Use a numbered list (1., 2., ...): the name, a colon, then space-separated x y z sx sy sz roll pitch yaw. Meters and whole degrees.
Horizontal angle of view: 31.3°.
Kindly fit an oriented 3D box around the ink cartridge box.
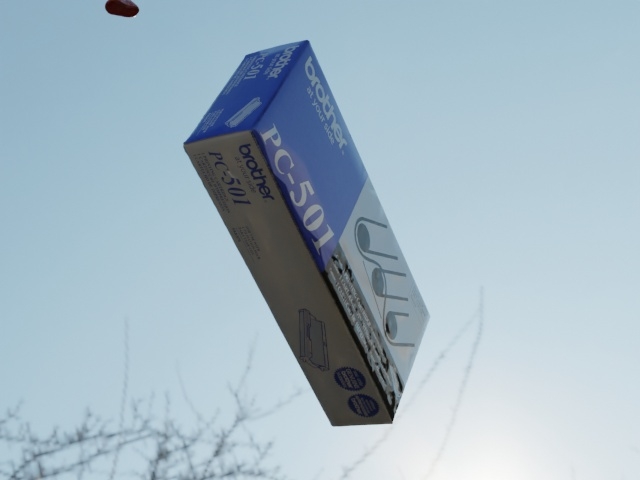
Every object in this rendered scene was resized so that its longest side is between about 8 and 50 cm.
1. ink cartridge box: 0.000 0.000 0.658 0.046 0.097 0.207 -9 -56 28

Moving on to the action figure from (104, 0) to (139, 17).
1. action figure: -0.111 -0.150 0.507 0.038 0.115 0.030 -46 -24 19
